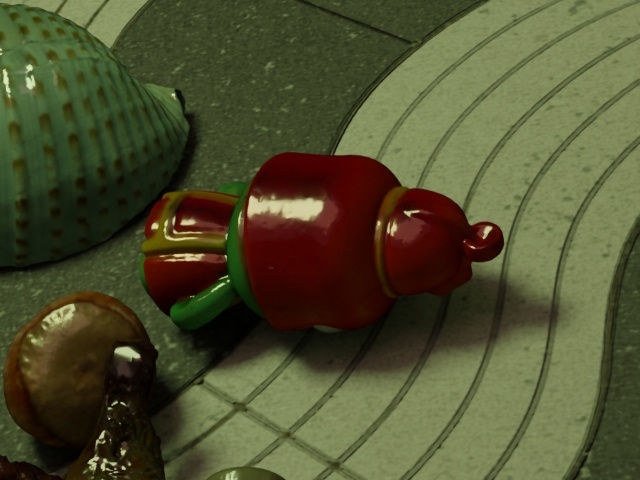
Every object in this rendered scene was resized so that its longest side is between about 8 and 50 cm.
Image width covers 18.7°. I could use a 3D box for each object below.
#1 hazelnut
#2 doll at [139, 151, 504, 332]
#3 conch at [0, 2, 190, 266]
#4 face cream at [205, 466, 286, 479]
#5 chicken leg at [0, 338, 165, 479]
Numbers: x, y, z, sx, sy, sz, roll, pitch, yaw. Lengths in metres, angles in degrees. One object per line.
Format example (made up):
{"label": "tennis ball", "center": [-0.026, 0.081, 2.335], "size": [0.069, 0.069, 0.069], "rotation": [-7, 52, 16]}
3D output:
{"label": "hazelnut", "center": [-0.230, 0.117, 1.815], "size": [0.150, 0.150, 0.150], "rotation": [-12, 39, 10]}
{"label": "doll", "center": [0.000, 0.001, 1.835], "size": [0.363, 0.160, 0.183], "rotation": [1, 41, 23]}
{"label": "conch", "center": [-0.317, -0.134, 2.099], "size": [0.319, 0.215, 0.303], "rotation": [-18, 49, 3]}
{"label": "face cream", "center": [-0.064, 0.339, 1.532], "size": [0.137, 0.084, 0.341], "rotation": [-11, 47, 13]}
{"label": "chicken leg", "center": [-0.216, 0.223, 1.661], "size": [0.322, 0.177, 0.083], "rotation": [-36, 4, -39]}
